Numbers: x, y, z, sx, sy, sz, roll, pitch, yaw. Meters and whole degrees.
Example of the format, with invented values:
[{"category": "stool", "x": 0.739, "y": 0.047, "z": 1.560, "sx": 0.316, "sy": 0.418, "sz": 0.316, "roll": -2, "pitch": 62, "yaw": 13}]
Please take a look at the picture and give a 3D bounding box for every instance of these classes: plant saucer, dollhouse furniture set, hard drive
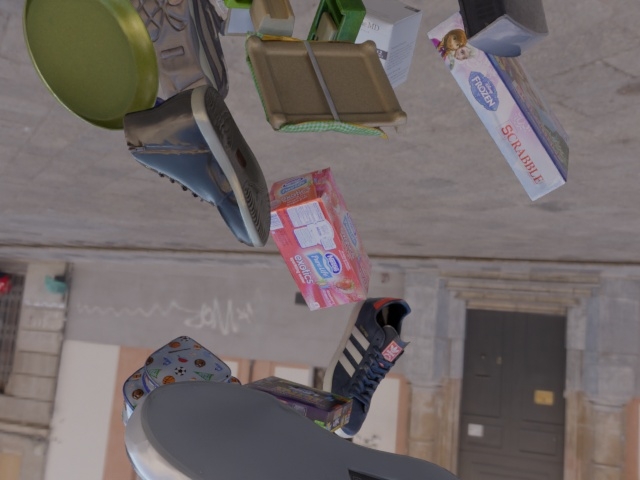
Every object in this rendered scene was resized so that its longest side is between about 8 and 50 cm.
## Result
[{"category": "plant saucer", "x": -0.335, "y": -0.275, "z": 0.917, "sx": 0.037, "sy": 0.241, "sz": 0.241, "roll": -9, "pitch": 166, "yaw": 29}, {"category": "dollhouse furniture set", "x": -0.025, "y": -0.231, "z": 0.899, "sx": 0.197, "sy": 0.302, "sz": 0.151, "roll": -6, "pitch": 151, "yaw": -23}, {"category": "hard drive", "x": 0.227, "y": -0.321, "z": 0.786, "sx": 0.054, "sy": 0.172, "sz": 0.254, "roll": -10, "pitch": -174, "yaw": 33}]

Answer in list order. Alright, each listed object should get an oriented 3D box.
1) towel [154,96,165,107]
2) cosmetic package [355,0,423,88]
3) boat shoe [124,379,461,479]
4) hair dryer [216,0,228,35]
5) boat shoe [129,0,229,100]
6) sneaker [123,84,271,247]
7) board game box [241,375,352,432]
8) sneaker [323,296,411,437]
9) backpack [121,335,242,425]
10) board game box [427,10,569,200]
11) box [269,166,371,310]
[{"category": "towel", "x": -0.524, "y": -0.370, "z": 1.629, "sx": 0.308, "sy": 0.076, "sz": 0.227, "roll": 26, "pitch": -162, "yaw": 20}, {"category": "cosmetic package", "x": 0.130, "y": -0.471, "z": 1.507, "sx": 0.151, "sy": 0.184, "sz": 0.151, "roll": 28, "pitch": -137, "yaw": 22}, {"category": "boat shoe", "x": -0.025, "y": 0.252, "z": 0.580, "sx": 0.367, "sy": 0.156, "sz": 0.136, "roll": 25, "pitch": -155, "yaw": -26}, {"category": "hair dryer", "x": -0.195, "y": -0.546, "z": 1.366, "sx": 0.293, "sy": 0.080, "sz": 0.223, "roll": -4, "pitch": 149, "yaw": 41}, {"category": "boat shoe", "x": -0.264, "y": -0.413, "z": 1.197, "sx": 0.132, "sy": 0.355, "sz": 0.130, "roll": -1, "pitch": -156, "yaw": 21}, {"category": "sneaker", "x": -0.146, "y": -0.080, "z": 0.784, "sx": 0.118, "sy": 0.083, "sz": 0.222, "roll": -10, "pitch": 123, "yaw": 19}, {"category": "board game box", "x": -0.044, "y": 0.292, "z": 1.123, "sx": 0.170, "sy": 0.048, "sz": 0.141, "roll": 12, "pitch": 178, "yaw": 19}, {"category": "sneaker", "x": 0.118, "y": 0.270, "z": 1.415, "sx": 0.148, "sy": 0.350, "sz": 0.131, "roll": -16, "pitch": 135, "yaw": 40}, {"category": "backpack", "x": -0.357, "y": 0.391, "z": 1.578, "sx": 0.276, "sy": 0.213, "sz": 0.263, "roll": 26, "pitch": -139, "yaw": 26}, {"category": "board game box", "x": 0.330, "y": -0.260, "z": 1.111, "sx": 0.066, "sy": 0.319, "sz": 0.318, "roll": -31, "pitch": -172, "yaw": 29}, {"category": "box", "x": 0.000, "y": 0.000, "z": 1.474, "sx": 0.154, "sy": 0.142, "sz": 0.300, "roll": -14, "pitch": 122, "yaw": 20}]
